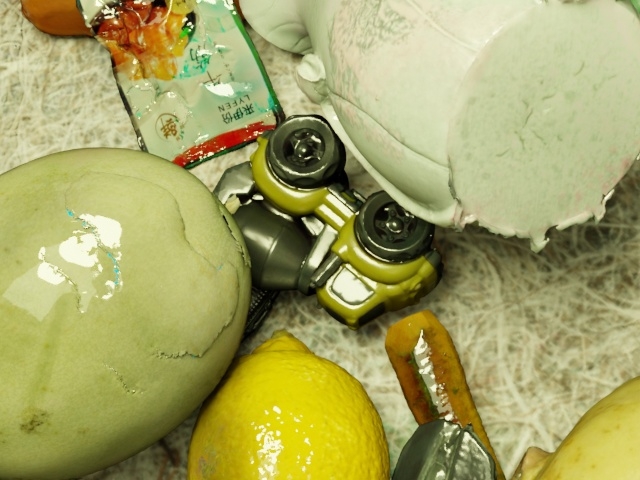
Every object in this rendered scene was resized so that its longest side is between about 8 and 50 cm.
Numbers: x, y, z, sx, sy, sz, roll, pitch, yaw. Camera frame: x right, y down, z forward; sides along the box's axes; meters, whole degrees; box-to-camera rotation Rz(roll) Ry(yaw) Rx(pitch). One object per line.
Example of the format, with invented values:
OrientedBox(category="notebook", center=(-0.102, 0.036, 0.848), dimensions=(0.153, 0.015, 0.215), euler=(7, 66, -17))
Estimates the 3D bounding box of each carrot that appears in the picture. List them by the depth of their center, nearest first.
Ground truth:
OrientedBox(category="carrot", center=(0.144, 0.216, 0.950), dimensions=(0.066, 0.066, 0.314), euler=(-25, 77, 5))

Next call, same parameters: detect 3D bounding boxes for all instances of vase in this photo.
OrientedBox(category="vase", center=(0.083, -0.187, 0.889), dimensions=(0.250, 0.250, 0.445), euler=(-40, 38, 0))

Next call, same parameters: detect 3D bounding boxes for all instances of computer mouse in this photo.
OrientedBox(category="computer mouse", center=(0.105, 0.255, 0.906), dimensions=(0.105, 0.062, 0.192), euler=(20, 114, 43))

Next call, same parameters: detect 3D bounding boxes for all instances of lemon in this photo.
OrientedBox(category="lemon", center=(-0.030, 0.205, 0.920), dimensions=(0.188, 0.188, 0.257), euler=(-13, 68, 8))

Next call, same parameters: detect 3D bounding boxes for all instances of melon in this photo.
OrientedBox(category="melon", center=(-0.207, 0.058, 0.876), dimensions=(0.330, 0.268, 0.268), euler=(-36, 72, 3))

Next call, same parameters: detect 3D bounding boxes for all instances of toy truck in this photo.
OrientedBox(category="toy truck", center=(0.000, 0.000, 0.976), dimensions=(0.224, 0.147, 0.165), euler=(39, 78, 14))

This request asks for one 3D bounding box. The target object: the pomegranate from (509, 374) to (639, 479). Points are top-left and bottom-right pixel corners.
OrientedBox(category="pomegranate", center=(0.291, 0.251, 0.779), dimensions=(0.332, 0.332, 0.333), euler=(-3, 76, 11))

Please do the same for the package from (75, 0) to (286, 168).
OrientedBox(category="package", center=(-0.150, -0.195, 1.068), dimensions=(0.166, 0.040, 0.232), euler=(-19, 103, 9))

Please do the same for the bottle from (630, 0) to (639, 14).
OrientedBox(category="bottle", center=(0.232, -0.178, 1.007), dimensions=(0.093, 0.093, 0.330), euler=(42, 88, 17))

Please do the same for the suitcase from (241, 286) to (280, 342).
OrientedBox(category="suitcase", center=(-0.110, 0.044, 1.041), dimensions=(0.126, 0.059, 0.086), euler=(36, 87, 17))

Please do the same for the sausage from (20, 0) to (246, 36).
OrientedBox(category="sausage", center=(-0.173, -0.287, 1.116), dimensions=(0.348, 0.094, 0.097), euler=(-5, 75, 10))
